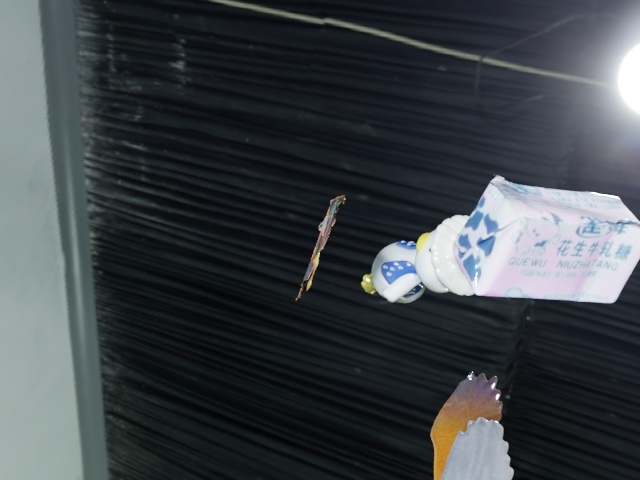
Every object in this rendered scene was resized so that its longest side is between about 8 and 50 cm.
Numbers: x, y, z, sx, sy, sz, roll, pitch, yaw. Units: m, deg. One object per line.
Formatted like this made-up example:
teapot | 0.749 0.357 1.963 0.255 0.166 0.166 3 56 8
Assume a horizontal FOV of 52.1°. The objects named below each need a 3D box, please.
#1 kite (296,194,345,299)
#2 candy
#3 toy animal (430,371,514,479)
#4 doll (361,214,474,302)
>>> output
kite | 0.000 0.000 0.813 0.159 0.010 0.190 -78 -171 -49
candy | 0.212 0.001 0.600 0.073 0.160 0.092 -113 -146 -51
toy animal | 0.245 0.351 0.809 0.302 0.284 0.225 -63 175 5
doll | 0.164 0.037 1.017 0.119 0.293 0.138 49 63 -12
